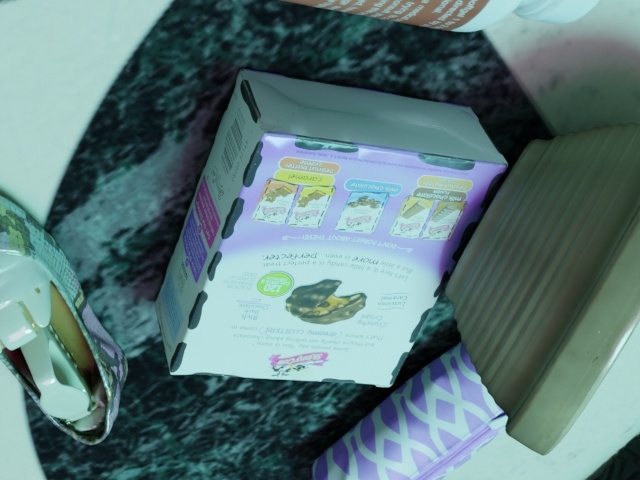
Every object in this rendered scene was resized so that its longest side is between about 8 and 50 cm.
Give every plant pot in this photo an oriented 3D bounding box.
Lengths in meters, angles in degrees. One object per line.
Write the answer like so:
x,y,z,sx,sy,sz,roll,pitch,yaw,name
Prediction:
0.156,0.010,0.826,0.109,0.237,0.237,30,124,8,plant pot

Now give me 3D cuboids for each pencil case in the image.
0.087,0.149,0.979,0.206,0.088,0.086,-42,132,20,pencil case

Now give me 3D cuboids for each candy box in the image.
0.000,0.000,0.822,0.164,0.070,0.196,6,128,-25,candy box

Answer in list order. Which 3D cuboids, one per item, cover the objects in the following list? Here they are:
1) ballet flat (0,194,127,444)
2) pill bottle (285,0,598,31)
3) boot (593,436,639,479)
-0.180,0.054,0.798,0.077,0.079,0.221,-24,134,3,ballet flat
0.041,-0.171,0.645,0.216,0.121,0.121,6,128,-25,pill bottle
0.313,0.341,1.206,0.260,0.131,0.348,25,118,-36,boot
